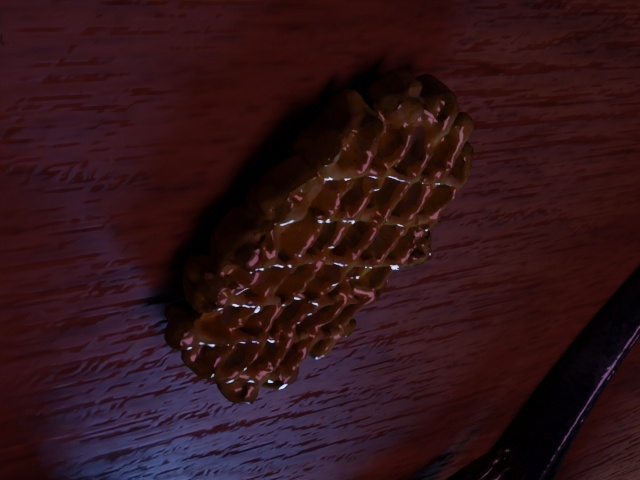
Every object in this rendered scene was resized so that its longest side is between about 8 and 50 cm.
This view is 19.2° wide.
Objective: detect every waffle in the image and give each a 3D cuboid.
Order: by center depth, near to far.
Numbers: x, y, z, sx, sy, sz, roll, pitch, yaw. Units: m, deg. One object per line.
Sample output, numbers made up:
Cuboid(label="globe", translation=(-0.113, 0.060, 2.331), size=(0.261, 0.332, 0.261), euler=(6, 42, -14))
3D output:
Cuboid(label="waffle", translation=(0.003, 0.000, 0.899), size=(0.191, 0.038, 0.191), euler=(-36, 153, -21))

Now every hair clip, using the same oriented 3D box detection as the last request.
Cuboid(label="hair clip", translation=(0.195, 0.098, 1.347), size=(0.083, 0.048, 0.275), euler=(7, 122, -55))

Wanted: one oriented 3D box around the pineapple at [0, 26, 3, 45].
Cuboid(label="pineapple", translation=(-0.159, -0.073, 0.398), size=(0.193, 0.166, 0.166), euler=(-41, 155, -13))

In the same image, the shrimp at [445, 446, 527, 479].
Cuboid(label="shrimp", translation=(0.029, 0.258, 1.321), size=(0.296, 0.058, 0.169), euler=(-38, 160, -7))
